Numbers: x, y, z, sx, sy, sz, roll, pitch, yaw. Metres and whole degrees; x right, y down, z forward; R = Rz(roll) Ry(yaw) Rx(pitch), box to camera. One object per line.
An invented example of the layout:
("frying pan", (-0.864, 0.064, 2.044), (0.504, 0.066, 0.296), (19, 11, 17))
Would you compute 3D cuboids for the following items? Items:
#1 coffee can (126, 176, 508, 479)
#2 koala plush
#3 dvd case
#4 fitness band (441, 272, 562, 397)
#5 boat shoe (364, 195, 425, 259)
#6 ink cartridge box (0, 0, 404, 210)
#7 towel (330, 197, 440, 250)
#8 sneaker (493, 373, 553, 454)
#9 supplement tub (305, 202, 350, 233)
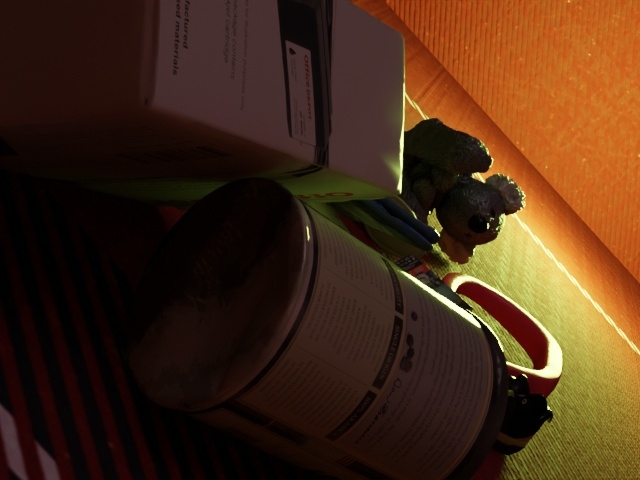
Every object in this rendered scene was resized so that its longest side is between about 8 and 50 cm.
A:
("coffee can", (0.003, 0.096, 1.026), (0.275, 0.201, 0.202), (34, 23, -39))
("koala plush", (0.216, -0.072, 1.922), (0.221, 0.196, 0.203), (34, 12, -28))
("dvd case", (0.133, 0.072, 1.589), (0.087, 0.013, 0.119), (-25, 55, -38))
("fitness band", (0.243, 0.135, 1.681), (0.209, 0.054, 0.291), (35, 17, 3))
("boat shoe", (0.081, -0.057, 1.746), (0.206, 0.075, 0.065), (44, 21, 0))
("ink cartridge box", (-0.135, -0.135, 1.005), (0.395, 0.285, 0.166), (14, 77, -61))
("towel", (0.003, -0.076, 1.474), (0.209, 0.034, 0.285), (34, -5, -35))
("sneaker", (0.209, 0.189, 1.492), (0.234, 0.097, 0.084), (32, 24, -42))
("supplement tub", (0.000, 0.000, 1.439), (0.071, 0.071, 0.107), (20, 34, -56))
